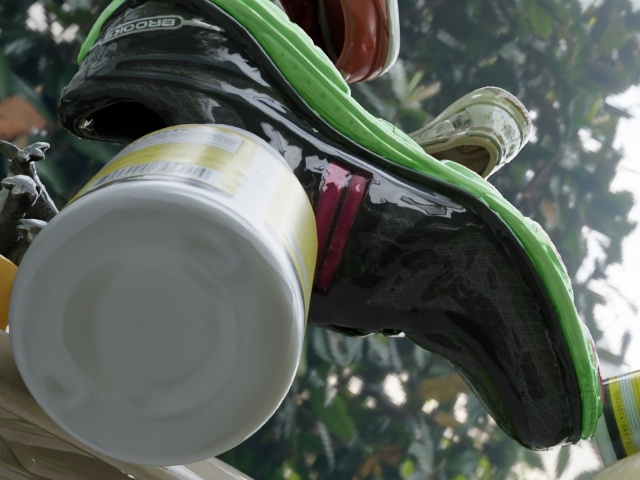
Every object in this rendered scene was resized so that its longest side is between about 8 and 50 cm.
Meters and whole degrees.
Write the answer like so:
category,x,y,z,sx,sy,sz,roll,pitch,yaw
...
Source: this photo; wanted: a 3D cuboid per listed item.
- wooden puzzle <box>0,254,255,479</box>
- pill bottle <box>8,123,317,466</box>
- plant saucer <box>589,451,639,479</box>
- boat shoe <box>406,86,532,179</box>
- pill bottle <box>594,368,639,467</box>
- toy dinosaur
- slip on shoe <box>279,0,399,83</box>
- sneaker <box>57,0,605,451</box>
category,x,y,z,sx,sy,sz,roll,pitch,yaw
wooden puzzle,-0.214,0.076,0.716,0.348,0.080,0.322,2,-26,33
pill bottle,-0.061,0.011,0.600,0.119,0.208,0.119,1,-76,3
plant saucer,0.035,0.216,0.348,0.081,0.333,0.333,32,-30,29
boat shoe,0.095,-0.058,1.337,0.104,0.089,0.285,44,-46,-6
pill bottle,0.310,0.136,1.003,0.184,0.103,0.103,-19,-58,17
toy dinosaur,-0.230,0.025,1.030,0.313,0.121,0.160,39,-58,29
slip on shoe,-0.002,-0.298,1.208,0.123,0.101,0.331,14,-56,42
sneaker,0.000,0.000,0.958,0.483,0.202,0.185,40,-16,14
